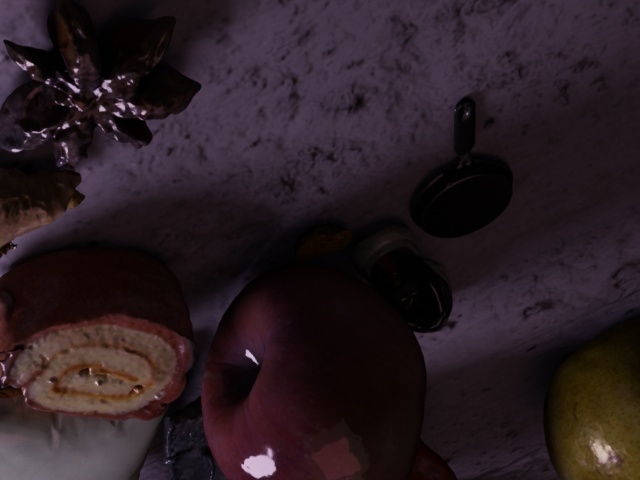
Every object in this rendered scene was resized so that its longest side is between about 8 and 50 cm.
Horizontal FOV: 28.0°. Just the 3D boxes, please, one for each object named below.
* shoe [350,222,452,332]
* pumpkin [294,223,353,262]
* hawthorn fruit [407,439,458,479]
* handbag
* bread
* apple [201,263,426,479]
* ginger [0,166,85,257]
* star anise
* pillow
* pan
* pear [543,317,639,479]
[{"bbox_3d":[0.117,0.073,1.637,0.099,0.112,0.227,-30,140,7],"label":"shoe"},{"bbox_3d":[0.000,-0.001,1.555,0.083,0.028,0.050,-5,141,-36],"label":"pumpkin"},{"bbox_3d":[0.045,0.389,1.839,0.287,0.287,0.330,-36,155,17],"label":"hawthorn fruit"},{"bbox_3d":[-0.132,0.274,1.733,0.175,0.088,0.270,-30,147,-21],"label":"handbag"},{"bbox_3d":[-0.265,0.105,1.466,0.244,0.123,0.190,11,127,-36],"label":"bread"},{"bbox_3d":[-0.002,0.180,1.540,0.235,0.306,0.306,17,128,-31],"label":"apple"},{"bbox_3d":[-0.351,-0.019,1.318,0.213,0.074,0.137,-31,151,16],"label":"ginger"},{"bbox_3d":[-0.211,-0.144,1.239,0.197,0.073,0.212,-2,140,-22],"label":"star anise"},{"bbox_3d":[-0.346,0.277,1.632,0.310,0.119,0.312,-4,136,-30],"label":"pillow"},{"bbox_3d":[0.174,-0.079,1.550,0.136,0.028,0.235,-18,142,-8],"label":"pan"},{"bbox_3d":[0.486,0.281,1.936,0.304,0.304,0.304,-14,142,-11],"label":"pear"}]
